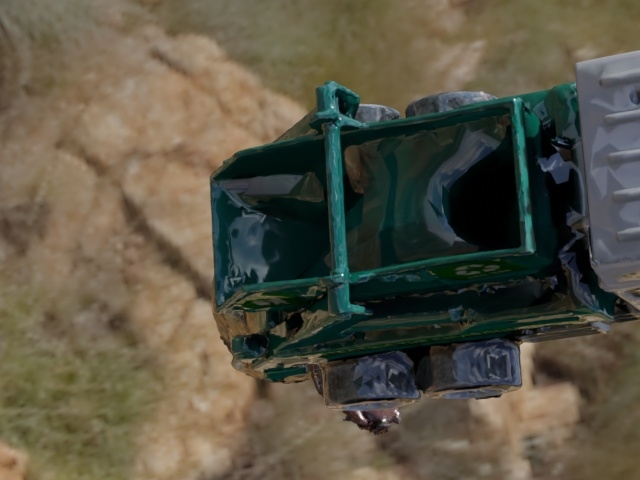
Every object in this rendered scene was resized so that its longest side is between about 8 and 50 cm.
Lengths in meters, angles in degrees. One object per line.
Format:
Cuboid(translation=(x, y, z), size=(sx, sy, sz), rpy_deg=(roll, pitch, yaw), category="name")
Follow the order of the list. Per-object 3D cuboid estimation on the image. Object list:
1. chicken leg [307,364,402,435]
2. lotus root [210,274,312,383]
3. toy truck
Cuboid(translation=(0.010, 0.049, 0.722), size=(0.036, 0.021, 0.083), rpy_deg=(16, 33, -33), category="chicken leg")
Cuboid(translation=(0.000, 0.000, 1.610), size=(0.284, 0.160, 0.146), rpy_deg=(-56, 140, -22), category="lotus root")
Cuboid(translation=(0.059, -0.008, 0.577), size=(0.116, 0.216, 0.110), rpy_deg=(21, 63, -63), category="toy truck")
